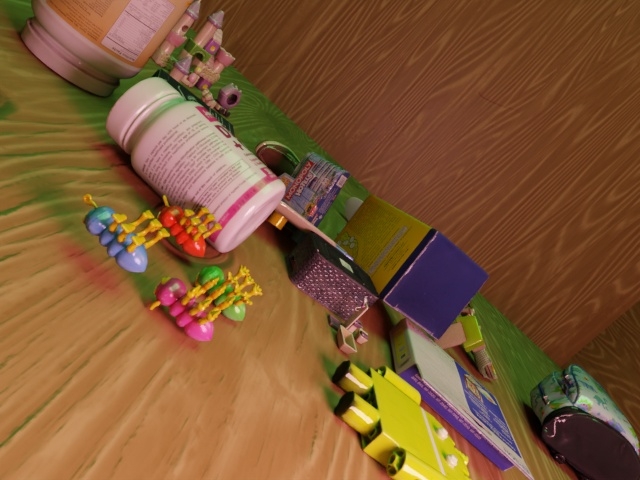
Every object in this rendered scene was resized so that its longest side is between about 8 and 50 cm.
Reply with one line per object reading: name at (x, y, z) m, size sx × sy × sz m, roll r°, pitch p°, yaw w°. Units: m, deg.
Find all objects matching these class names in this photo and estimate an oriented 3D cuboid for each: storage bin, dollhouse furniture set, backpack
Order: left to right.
storage bin at (0.024, 0.076, 1.131) m, size 0.180 × 0.084 × 0.122 m, roll 36°, pitch 15°, yaw -24°
dollhouse furniture set at (0.079, 0.166, 1.013) m, size 0.091 × 0.081 × 0.114 m, roll 39°, pitch 14°, yaw -18°
dollhouse furniture set at (0.406, 0.296, 1.612) m, size 0.301 × 0.152 × 0.197 m, roll 54°, pitch 22°, yaw -50°
backpack at (0.769, 0.531, 1.617) m, size 0.290 × 0.273 × 0.355 m, roll 38°, pitch 0°, yaw 4°

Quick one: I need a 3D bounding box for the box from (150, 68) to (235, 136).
box at (-0.295, -0.250, 1.160) m, size 0.207 × 0.108 × 0.153 m, roll 36°, pitch 15°, yaw -25°

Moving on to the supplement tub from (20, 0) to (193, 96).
supplement tub at (-0.403, -0.464, 1.052) m, size 0.228 × 0.316 × 0.228 m, roll 41°, pitch 14°, yaw -12°

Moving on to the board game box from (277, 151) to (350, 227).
board game box at (-0.046, -0.150, 1.495) m, size 0.194 × 0.194 × 0.060 m, roll 35°, pitch 5°, yaw 35°

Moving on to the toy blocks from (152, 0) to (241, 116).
toy blocks at (-0.380, -0.636, 1.786) m, size 0.309 × 0.260 × 0.289 m, roll 50°, pitch 14°, yaw 27°

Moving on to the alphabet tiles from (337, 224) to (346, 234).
alphabet tiles at (0.154, 0.042, 1.785) m, size 0.237 × 0.009 × 0.198 m, roll 43°, pitch 13°, yaw 0°

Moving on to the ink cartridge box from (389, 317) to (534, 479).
ink cartridge box at (0.278, 0.329, 1.129) m, size 0.304 × 0.072 × 0.307 m, roll 43°, pitch 14°, yaw -6°

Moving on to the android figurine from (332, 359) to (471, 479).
android figurine at (0.135, 0.297, 0.834) m, size 0.273 × 0.056 × 0.248 m, roll 39°, pitch 14°, yaw -11°

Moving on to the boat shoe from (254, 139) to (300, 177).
boat shoe at (-0.096, -0.219, 1.688) m, size 0.258 × 0.095 × 0.095 m, roll 30°, pitch 25°, yaw -46°

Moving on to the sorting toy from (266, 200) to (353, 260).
sorting toy at (-0.078, -0.038, 1.220) m, size 0.348 × 0.047 × 0.196 m, roll 38°, pitch -7°, yaw -27°

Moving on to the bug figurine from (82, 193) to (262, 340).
bug figurine at (-0.183, 0.028, 0.700) m, size 0.216 × 0.072 × 0.279 m, roll 50°, pitch 9°, yaw 3°

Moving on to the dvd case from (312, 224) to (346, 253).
dvd case at (0.000, 0.000, 1.362) m, size 0.119 × 0.013 × 0.087 m, roll 39°, pitch -17°, yaw -22°

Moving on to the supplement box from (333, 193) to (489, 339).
supplement box at (0.198, 0.052, 1.333) m, size 0.194 × 0.195 × 0.356 m, roll 37°, pitch 3°, yaw -26°

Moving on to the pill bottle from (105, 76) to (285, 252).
pill bottle at (-0.210, -0.129, 0.912) m, size 0.283 × 0.160 × 0.160 m, roll 43°, pitch 13°, yaw 2°

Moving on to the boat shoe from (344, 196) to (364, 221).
boat shoe at (0.181, -0.046, 1.992) m, size 0.258 × 0.095 × 0.084 m, roll 57°, pitch 12°, yaw 12°
